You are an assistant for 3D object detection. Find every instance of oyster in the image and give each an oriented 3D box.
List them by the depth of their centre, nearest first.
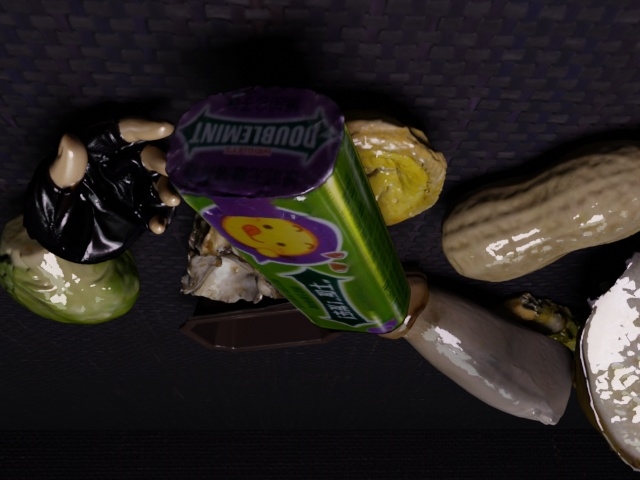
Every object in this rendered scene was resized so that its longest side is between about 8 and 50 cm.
[{"bbox_3d":[-0.107,0.015,0.685,0.166,0.111,0.341,11,156,4],"label":"oyster"}]

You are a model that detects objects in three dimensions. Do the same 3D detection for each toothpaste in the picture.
[{"bbox_3d":[0.550,0.110,0.962,0.061,0.037,0.216,-22,141,30],"label":"toothpaste"}]

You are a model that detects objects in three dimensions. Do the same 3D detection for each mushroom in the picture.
[{"bbox_3d":[0.255,0.179,0.880,0.407,0.154,0.137,26,157,-18],"label":"mushroom"}]

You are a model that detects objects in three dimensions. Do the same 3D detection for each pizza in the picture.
[{"bbox_3d":[0.430,0.176,1.041,0.287,0.075,0.280,3,153,-3],"label":"pizza"}]

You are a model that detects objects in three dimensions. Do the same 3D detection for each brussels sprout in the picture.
[{"bbox_3d":[-0.314,0.033,0.676,0.143,0.161,0.181,-36,137,-11],"label":"brussels sprout"}]

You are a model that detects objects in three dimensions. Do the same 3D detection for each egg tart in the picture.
[{"bbox_3d":[0.034,-0.074,0.552,0.191,0.074,0.191,0,154,0],"label":"egg tart"}]

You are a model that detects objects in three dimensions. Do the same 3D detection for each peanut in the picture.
[{"bbox_3d":[0.257,-0.032,0.602,0.256,0.124,0.123,-23,145,29],"label":"peanut"}]

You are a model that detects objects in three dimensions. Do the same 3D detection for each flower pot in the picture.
[{"bbox_3d":[-0.096,0.116,0.908,0.250,0.084,0.179,-9,151,13],"label":"flower pot"}]

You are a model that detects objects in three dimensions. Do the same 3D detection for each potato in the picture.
[{"bbox_3d":[0.521,0.132,0.820,0.289,0.398,0.296,12,-168,14],"label":"potato"}]

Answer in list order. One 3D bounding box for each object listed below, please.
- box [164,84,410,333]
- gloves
[{"bbox_3d":[0.000,0.000,0.520,0.134,0.097,0.345,3,157,19],"label":"box"},{"bbox_3d":[-0.204,-0.055,0.543,0.203,0.124,0.164,-40,156,23],"label":"gloves"}]
